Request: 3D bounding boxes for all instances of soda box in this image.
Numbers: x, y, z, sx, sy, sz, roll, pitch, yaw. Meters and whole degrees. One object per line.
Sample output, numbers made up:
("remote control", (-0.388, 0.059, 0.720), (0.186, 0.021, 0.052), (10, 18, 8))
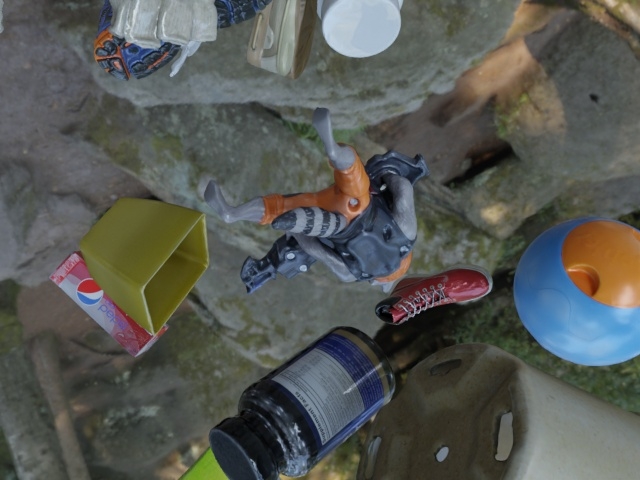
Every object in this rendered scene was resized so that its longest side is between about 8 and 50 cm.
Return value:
("soda box", (-0.471, 0.138, 1.431), (0.083, 0.263, 0.092), (-47, 179, 1))

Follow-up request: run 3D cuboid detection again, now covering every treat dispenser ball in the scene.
("treat dispenser ball", (0.525, 0.097, 1.238), (0.288, 0.288, 0.288), (-23, 170, -4))

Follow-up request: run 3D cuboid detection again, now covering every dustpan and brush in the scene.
("dustpan and brush", (-0.341, -0.512, 1.649), (0.211, 0.060, 0.147), (-53, 180, -17))

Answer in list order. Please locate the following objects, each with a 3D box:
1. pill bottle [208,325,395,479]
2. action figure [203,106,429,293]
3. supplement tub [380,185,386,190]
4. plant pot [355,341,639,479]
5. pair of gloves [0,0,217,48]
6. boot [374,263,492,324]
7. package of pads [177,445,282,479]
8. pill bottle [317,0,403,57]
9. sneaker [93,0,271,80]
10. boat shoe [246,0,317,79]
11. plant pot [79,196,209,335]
("pill bottle", (-0.021, 0.205, 0.776), (0.219, 0.122, 0.123), (-30, 176, -36))
("action figure", (0.000, 0.000, 0.885), (0.341, 0.178, 0.330), (-40, 138, 19))
("supplement tub", (0.114, -0.058, 1.254), (0.071, 0.071, 0.107), (-24, 154, 3))
("plant pot", (0.217, 0.265, 0.632), (0.334, 0.306, 0.333), (-45, -157, 25))
("pair of gloves", (-0.164, -0.229, 0.403), (0.240, 0.204, 0.042), (-11, -167, -39))
("boot", (0.246, 0.129, 1.411), (0.244, 0.088, 0.176), (-13, -166, 40))
("package of pads", (-0.199, 0.545, 1.251), (0.296, 0.229, 0.101), (-50, 157, 14))
("pill bottle", (0.084, -0.606, 1.467), (0.204, 0.360, 0.204), (-1, 147, -1))
("sneaker", (-0.135, -0.250, 0.628), (0.221, 0.087, 0.083), (-25, 154, 10))
("boat shoe", (-0.056, -0.432, 1.017), (0.121, 0.110, 0.340), (-52, 159, -58))
("plant pot", (-0.373, 0.033, 1.334), (0.212, 0.187, 0.212), (-57, 168, -32))
